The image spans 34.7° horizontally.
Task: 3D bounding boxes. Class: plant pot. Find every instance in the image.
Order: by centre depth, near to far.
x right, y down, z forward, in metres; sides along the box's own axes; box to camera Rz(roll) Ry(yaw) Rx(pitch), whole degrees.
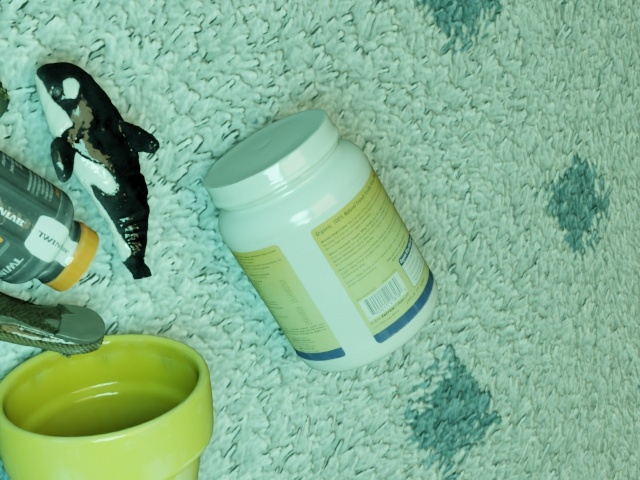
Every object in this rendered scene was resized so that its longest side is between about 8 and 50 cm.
[{"bbox_3d":[-0.250,0.273,1.239,0.254,0.254,0.238,-19,117,-36],"label":"plant pot"}]

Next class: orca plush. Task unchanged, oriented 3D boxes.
[{"bbox_3d":[-0.249,-0.093,1.264,0.151,0.102,0.287,-13,85,-73],"label":"orca plush"}]

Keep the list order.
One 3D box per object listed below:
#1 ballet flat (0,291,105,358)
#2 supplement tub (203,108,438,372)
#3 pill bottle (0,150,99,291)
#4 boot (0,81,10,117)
[{"bbox_3d":[-0.381,0.091,1.214,0.250,0.058,0.084,16,42,-19],"label":"ballet flat"},{"bbox_3d":[0.000,0.000,1.420,0.228,0.228,0.316,-43,115,-29],"label":"supplement tub"},{"bbox_3d":[-0.381,-0.034,1.195,0.246,0.130,0.130,36,69,-31],"label":"pill bottle"},{"bbox_3d":[-0.402,-0.225,1.225,0.198,0.077,0.137,-51,123,-11],"label":"boot"}]
